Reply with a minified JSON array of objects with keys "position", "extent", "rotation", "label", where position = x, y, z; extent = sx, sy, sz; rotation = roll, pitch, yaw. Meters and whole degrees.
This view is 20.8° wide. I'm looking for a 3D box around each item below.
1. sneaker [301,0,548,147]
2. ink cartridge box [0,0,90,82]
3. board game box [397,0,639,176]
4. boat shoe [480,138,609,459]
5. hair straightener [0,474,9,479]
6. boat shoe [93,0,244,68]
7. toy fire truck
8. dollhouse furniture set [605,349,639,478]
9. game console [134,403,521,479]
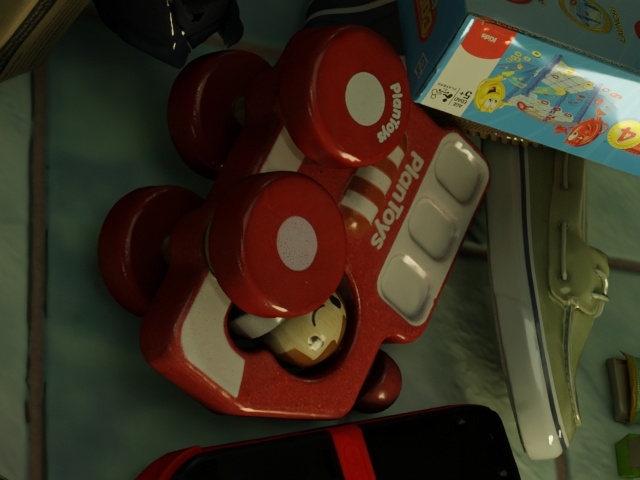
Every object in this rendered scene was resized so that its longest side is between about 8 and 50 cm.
[{"position":[0.118,-0.164,1.423],"extent":[0.282,0.099,0.153],"rotation":[2,58,2],"label":"sneaker"},{"position":[-0.253,-0.248,1.227],"extent":[0.088,0.193,0.234],"rotation":[-29,84,-38],"label":"ink cartridge box"},{"position":[0.207,-0.188,1.335],"extent":[0.302,0.086,0.308],"rotation":[17,41,-19],"label":"board game box"},{"position":[0.184,0.026,1.399],"extent":[0.094,0.109,0.302],"rotation":[-7,63,8],"label":"boat shoe"},{"position":[-0.267,0.166,1.108],"extent":[0.230,0.047,0.089],"rotation":[10,62,-27],"label":"hair straightener"},{"position":[-0.177,-0.257,1.314],"extent":[0.127,0.158,0.340],"rotation":[-24,45,-27],"label":"boat shoe"},{"position":[0.000,0.000,1.284],"extent":[0.254,0.169,0.302],"rotation":[40,62,-32],"label":"toy fire truck"},{"position":[0.289,0.158,1.446],"extent":[0.076,0.058,0.151],"rotation":[9,63,-28],"label":"dollhouse furniture set"},{"position":[0.046,0.314,1.232],"extent":[0.342,0.060,0.386],"rotation":[-4,70,-38],"label":"game console"}]
